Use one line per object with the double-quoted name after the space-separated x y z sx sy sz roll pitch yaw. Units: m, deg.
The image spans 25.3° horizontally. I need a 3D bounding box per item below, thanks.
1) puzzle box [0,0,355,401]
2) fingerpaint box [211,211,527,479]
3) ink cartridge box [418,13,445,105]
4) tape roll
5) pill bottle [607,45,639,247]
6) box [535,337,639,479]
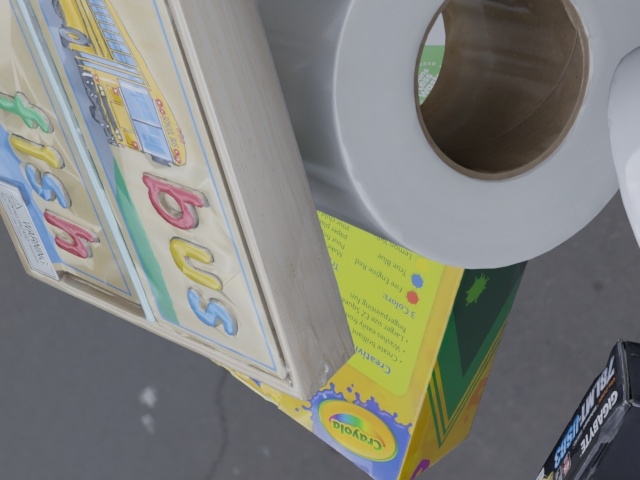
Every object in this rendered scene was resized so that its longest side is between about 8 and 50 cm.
-0.135 -0.103 0.818 0.272 0.052 0.409 19 140 37 "puzzle box"
0.000 0.000 1.612 0.444 0.163 0.371 32 127 27 "fingerpaint box"
0.003 -0.260 1.162 0.207 0.353 0.119 -48 31 34 "ink cartridge box"
0.075 -0.118 0.931 0.169 0.246 0.246 25 132 59 "tape roll"
0.335 -0.070 0.776 0.318 0.176 0.176 -17 100 32 "pill bottle"
0.332 0.219 1.180 0.295 0.073 0.293 11 137 -8 "box"
